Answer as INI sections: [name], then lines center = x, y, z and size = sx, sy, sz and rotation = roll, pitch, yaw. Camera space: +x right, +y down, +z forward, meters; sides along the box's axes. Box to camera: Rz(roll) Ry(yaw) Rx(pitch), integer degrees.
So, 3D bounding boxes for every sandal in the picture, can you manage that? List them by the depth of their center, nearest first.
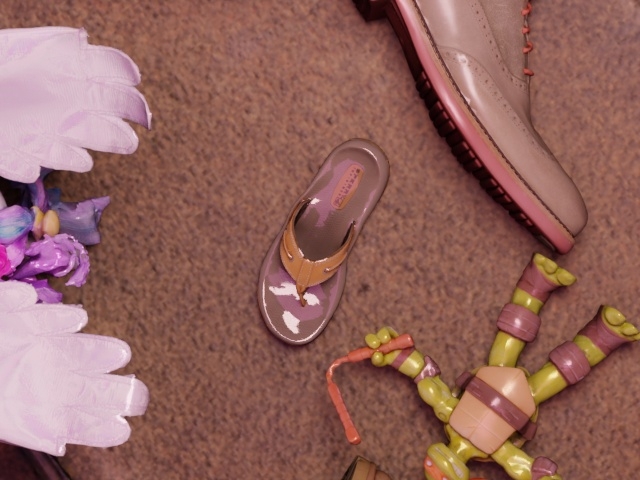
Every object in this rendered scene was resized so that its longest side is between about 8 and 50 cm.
[sandal]
center = 0.000, 0.000, 1.574
size = 0.072, 0.049, 0.180
rotation = 27, 98, 3

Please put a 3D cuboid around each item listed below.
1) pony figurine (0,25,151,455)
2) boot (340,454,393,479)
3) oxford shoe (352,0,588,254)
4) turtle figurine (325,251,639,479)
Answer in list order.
[pony figurine]
center = -0.283, -0.011, 1.444
size = 0.351, 0.363, 0.303
rotation = 3, 95, 6
[boot]
center = 0.126, 0.275, 1.514
size = 0.269, 0.236, 0.089
rotation = 23, 69, 6
[oxford shoe]
center = 0.129, -0.153, 1.513
size = 0.130, 0.123, 0.348
rotation = -33, 96, -3
[turtle figurine]
center = 0.157, 0.133, 1.549
size = 0.269, 0.087, 0.217
rotation = 40, 88, 18
